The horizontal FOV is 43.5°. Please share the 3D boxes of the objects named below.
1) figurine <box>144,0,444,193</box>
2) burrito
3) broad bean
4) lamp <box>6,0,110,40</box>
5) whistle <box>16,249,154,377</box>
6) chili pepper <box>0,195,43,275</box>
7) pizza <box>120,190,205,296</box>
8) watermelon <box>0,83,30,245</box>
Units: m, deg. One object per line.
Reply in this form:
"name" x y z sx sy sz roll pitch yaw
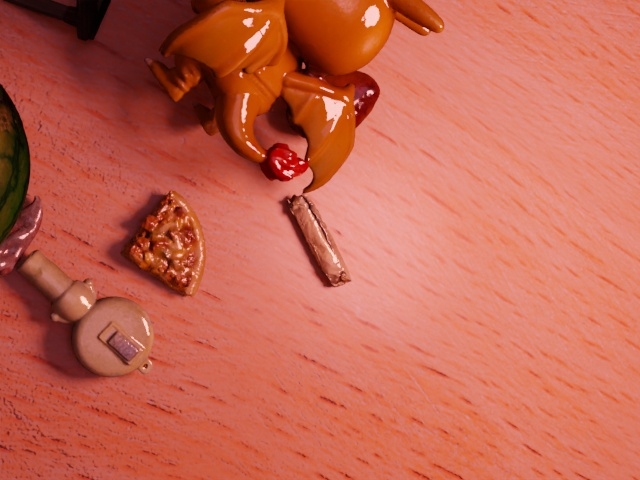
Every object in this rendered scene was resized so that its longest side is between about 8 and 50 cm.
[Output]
"figurine" -0.037 -0.293 1.229 0.387 0.268 0.401 -38 132 6
"burrito" 0.000 0.000 1.400 0.045 0.041 0.185 -23 100 20
"broad bean" 0.020 -0.235 1.391 0.165 0.084 0.114 -37 82 -14
"lamp" -0.437 -0.448 1.205 0.283 0.124 0.203 26 58 -18
"whistle" -0.353 0.115 1.228 0.258 0.067 0.126 46 71 -13
"chili pepper" -0.461 0.000 1.199 0.050 0.041 0.153 47 54 -36
"pizza" -0.247 0.014 1.287 0.134 0.046 0.174 -21 97 -23
"watermelon" -0.546 -0.085 1.008 0.364 0.363 0.363 1 88 -23
